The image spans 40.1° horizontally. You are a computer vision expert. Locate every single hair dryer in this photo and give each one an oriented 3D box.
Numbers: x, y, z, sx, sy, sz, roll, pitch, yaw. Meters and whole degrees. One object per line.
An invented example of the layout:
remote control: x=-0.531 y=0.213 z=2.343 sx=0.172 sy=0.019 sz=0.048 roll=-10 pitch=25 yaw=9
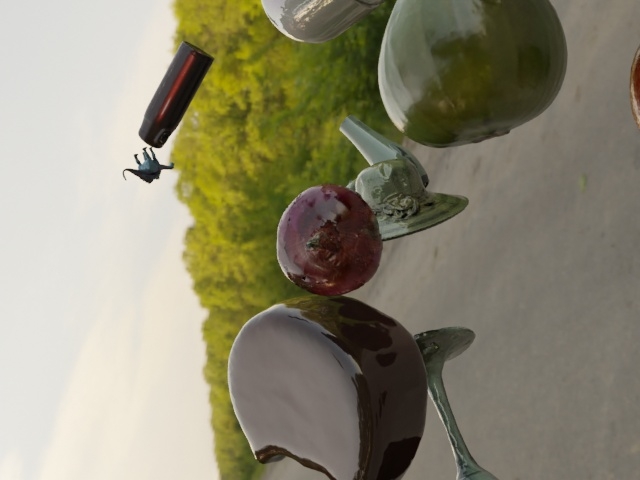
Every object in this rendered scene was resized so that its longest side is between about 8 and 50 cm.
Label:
hair dryer: x=0.073 y=-0.167 z=1.846 sx=0.229 sy=0.267 sz=0.092 roll=59 pitch=148 yaw=28

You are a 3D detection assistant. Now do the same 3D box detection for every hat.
hat: x=0.120 y=-0.083 z=1.490 sx=0.252 sy=0.252 sz=0.109 roll=-90 pitch=-16 yaw=-77

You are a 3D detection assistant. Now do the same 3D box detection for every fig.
fig: x=0.228 y=-0.309 z=1.366 sx=0.316 sy=0.316 sz=0.316 roll=-171 pitch=90 yaw=-88

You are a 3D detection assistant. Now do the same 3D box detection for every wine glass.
wine glass: x=0.239 y=0.366 z=1.465 sx=0.267 sy=0.267 sz=0.406 roll=103 pitch=150 yaw=-60

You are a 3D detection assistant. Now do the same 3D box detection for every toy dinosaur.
toy dinosaur: x=-0.400 y=-0.173 z=2.033 sx=0.080 sy=0.045 sz=0.197 roll=64 pitch=-152 yaw=-1

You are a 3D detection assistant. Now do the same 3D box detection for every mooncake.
mooncake: x=0.020 y=0.238 z=1.345 sx=0.326 sy=0.174 sz=0.333 roll=-33 pitch=78 yaw=41

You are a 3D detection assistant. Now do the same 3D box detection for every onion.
onion: x=0.000 y=0.000 z=1.129 sx=0.140 sy=0.150 sz=0.150 roll=1 pitch=-81 yaw=-66

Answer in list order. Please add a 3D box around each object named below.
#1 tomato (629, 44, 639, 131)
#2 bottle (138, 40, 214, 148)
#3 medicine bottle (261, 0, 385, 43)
tomato: x=0.539 y=-0.207 z=1.150 sx=0.265 sy=0.265 sz=0.264 roll=-171 pitch=90 yaw=-88
bottle: x=-0.224 y=-0.218 z=1.337 sx=0.164 sy=0.060 sz=0.060 roll=-59 pitch=7 yaw=12
medicine bottle: x=0.068 y=-0.346 z=0.983 sx=0.341 sy=0.130 sz=0.130 roll=-31 pitch=37 yaw=37
